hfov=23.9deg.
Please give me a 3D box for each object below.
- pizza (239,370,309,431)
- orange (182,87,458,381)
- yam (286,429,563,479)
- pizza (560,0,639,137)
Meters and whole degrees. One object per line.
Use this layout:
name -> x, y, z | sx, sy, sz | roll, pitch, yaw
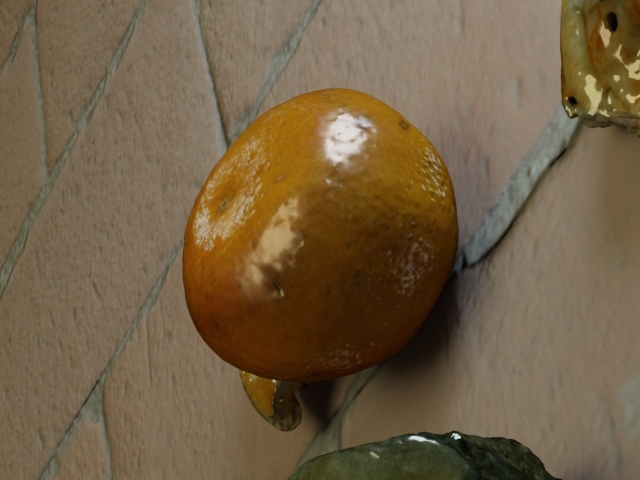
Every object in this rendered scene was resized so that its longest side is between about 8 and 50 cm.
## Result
pizza -> -0.028, 0.049, 1.266 | 0.127, 0.058, 0.246 | -53, 33, 39
orange -> 0.000, 0.000, 1.112 | 0.224, 0.170, 0.224 | -42, 33, 35
yam -> 0.071, 0.262, 0.838 | 0.195, 0.195, 0.300 | -44, 41, 45
pizza -> 0.231, -0.147, 0.858 | 0.297, 0.071, 0.189 | 7, 83, 62
